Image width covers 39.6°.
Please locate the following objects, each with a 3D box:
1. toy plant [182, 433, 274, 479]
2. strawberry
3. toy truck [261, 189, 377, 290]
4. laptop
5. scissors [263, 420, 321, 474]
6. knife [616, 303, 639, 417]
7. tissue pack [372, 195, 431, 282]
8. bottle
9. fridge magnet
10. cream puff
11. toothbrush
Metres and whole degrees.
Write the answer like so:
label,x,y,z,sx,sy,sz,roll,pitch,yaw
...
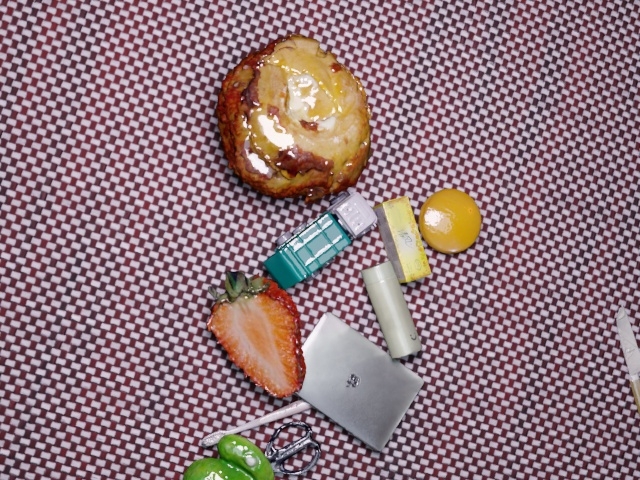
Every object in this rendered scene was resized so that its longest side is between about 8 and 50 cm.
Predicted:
label,x,y,z,sx,sy,sz,roll,pitch,yaw
toy plant,-0.142,0.553,1.780,0.316,0.184,0.224,44,92,3
strawberry,-0.118,0.181,1.833,0.188,0.106,0.286,-25,96,18
toy truck,0.000,0.000,1.863,0.253,0.124,0.114,-38,95,-8
laptop,0.069,0.300,1.894,0.269,0.015,0.187,36,73,-5
scissors,-0.142,0.480,1.854,0.300,0.022,0.109,-27,87,-10
knife,0.713,0.290,2.014,0.047,0.017,0.297,-13,85,-12
tissue pack,0.174,-0.001,1.903,0.062,0.095,0.176,-18,89,-11
bottle,0.151,0.147,1.901,0.072,0.072,0.201,-20,90,-10
fridge magnet,0.281,-0.042,1.940,0.143,0.063,0.143,0,88,-10
cream puff,-0.063,-0.231,1.811,0.351,0.229,0.350,10,68,-27
toothbrush,-0.102,0.370,1.864,0.307,0.029,0.025,-19,86,-11
